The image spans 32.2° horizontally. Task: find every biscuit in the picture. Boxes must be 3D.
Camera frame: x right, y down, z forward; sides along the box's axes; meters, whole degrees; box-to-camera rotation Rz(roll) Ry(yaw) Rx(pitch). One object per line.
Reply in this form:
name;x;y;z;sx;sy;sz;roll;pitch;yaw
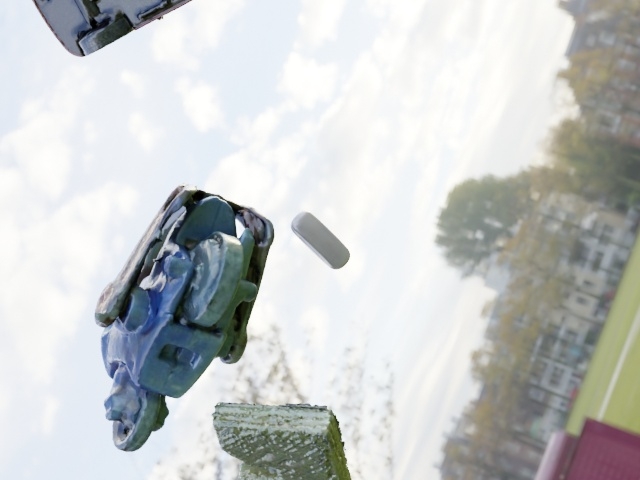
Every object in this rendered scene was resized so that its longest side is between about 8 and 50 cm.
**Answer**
biscuit;-0.040;0.276;1.343;0.250;0.147;0.046;78;-161;-49

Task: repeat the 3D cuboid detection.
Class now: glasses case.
glasses case;0.000;0.000;1.319;0.032;0.083;0.021;-47;1;-23

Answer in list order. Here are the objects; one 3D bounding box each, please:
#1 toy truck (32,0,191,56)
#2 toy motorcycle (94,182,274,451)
toy truck;-0.097;-0.228;0.791;0.107;0.253;0.114;61;-148;-15
toy motorcycle;-0.170;0.088;1.367;0.319;0.182;0.241;-56;2;23
